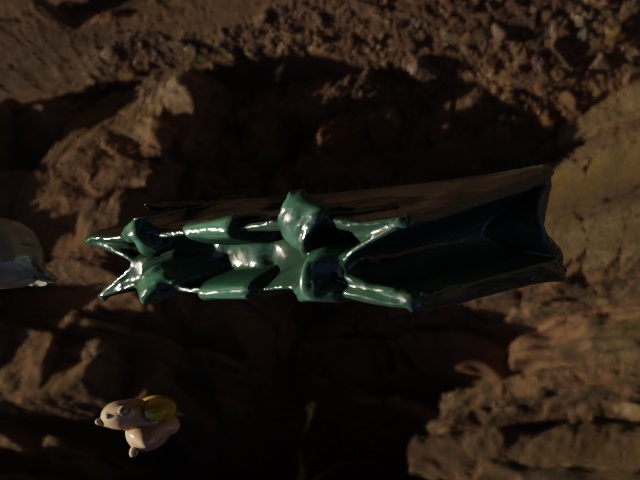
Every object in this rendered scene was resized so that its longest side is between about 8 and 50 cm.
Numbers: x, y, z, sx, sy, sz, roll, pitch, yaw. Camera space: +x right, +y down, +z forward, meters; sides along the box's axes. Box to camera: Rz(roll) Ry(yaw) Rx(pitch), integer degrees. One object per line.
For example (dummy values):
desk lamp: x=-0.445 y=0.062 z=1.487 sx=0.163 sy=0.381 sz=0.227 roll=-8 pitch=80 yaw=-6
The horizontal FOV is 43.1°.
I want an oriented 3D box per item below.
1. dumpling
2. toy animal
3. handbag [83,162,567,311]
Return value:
dumpling: x=-0.512 y=0.027 z=1.292 sx=0.199 sy=0.118 sz=0.136 roll=28 pitch=156 yaw=-8
toy animal: x=-0.245 y=0.260 z=1.128 sx=0.091 sy=0.081 sz=0.114 roll=-7 pitch=173 yaw=43
handbag: x=0.001 y=-0.001 z=0.631 sx=0.327 sy=0.089 sz=0.239 roll=-1 pitch=-174 yaw=41
